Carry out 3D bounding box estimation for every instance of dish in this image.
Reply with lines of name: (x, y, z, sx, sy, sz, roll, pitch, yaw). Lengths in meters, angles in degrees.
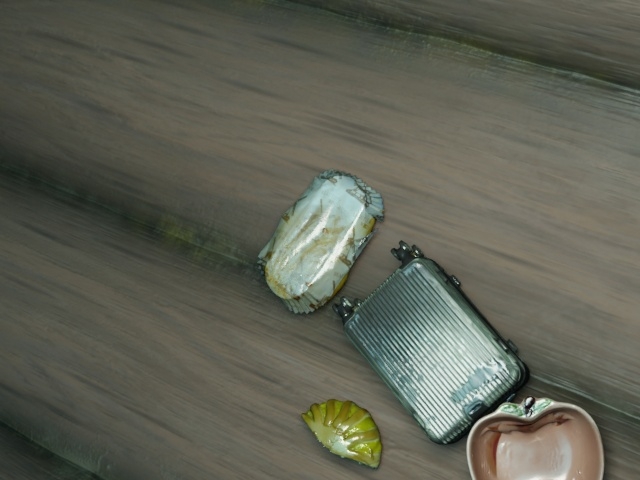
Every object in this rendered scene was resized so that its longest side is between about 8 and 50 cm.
dish: (0.336, 0.339, 1.443, 0.213, 0.090, 0.213, -1, 86, 10)

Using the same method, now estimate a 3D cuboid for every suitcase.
suitcase: (0.181, 0.171, 1.521, 0.202, 0.128, 0.312, -44, 70, 13)

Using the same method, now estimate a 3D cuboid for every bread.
bread: (0.049, 0.329, 1.590, 0.094, 0.083, 0.157, -42, 68, 0)

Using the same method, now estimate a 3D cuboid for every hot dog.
hot dog: (0.000, 0.000, 1.650, 0.162, 0.082, 0.270, 34, 89, 14)
